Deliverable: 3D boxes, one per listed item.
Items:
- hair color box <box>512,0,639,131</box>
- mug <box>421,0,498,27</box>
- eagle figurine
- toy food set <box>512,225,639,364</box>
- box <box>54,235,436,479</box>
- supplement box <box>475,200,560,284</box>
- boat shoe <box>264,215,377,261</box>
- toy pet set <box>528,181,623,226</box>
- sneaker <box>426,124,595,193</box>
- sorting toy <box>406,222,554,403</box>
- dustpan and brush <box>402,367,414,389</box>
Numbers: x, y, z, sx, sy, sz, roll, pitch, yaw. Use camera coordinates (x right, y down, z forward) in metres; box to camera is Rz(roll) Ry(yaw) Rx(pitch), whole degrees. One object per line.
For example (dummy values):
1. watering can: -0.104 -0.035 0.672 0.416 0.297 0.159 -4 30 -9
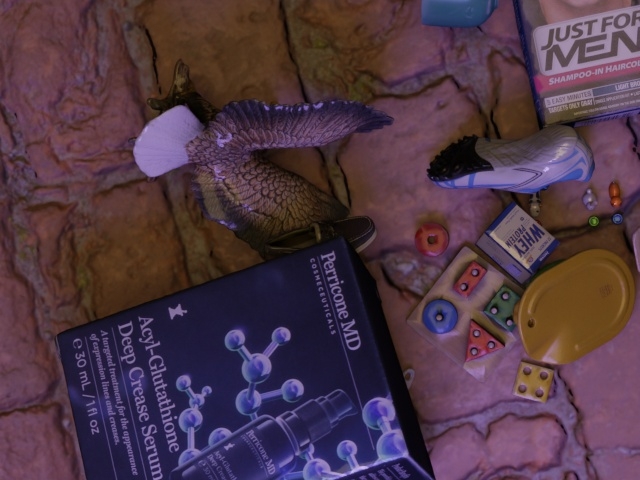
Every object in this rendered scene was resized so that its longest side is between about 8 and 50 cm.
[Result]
1. hair color box: 0.334 -0.326 1.807 0.174 0.105 0.347 -12 88 7
2. mug: 0.184 -0.351 1.805 0.097 0.129 0.157 6 131 6
3. eagle figurine: -0.080 -0.117 1.823 0.298 0.226 0.225 27 73 12
4. toy food set: 0.332 0.073 1.814 0.218 0.071 0.128 -26 106 -18
5. box: -0.093 0.215 1.770 0.396 0.212 0.293 -19 68 6
6. supplement box: 0.255 0.004 1.820 0.083 0.083 0.056 42 79 5
7. boat shoe: 0.000 0.000 1.801 0.152 0.049 0.056 -22 46 -9
8. toy pet set: 0.330 -0.072 1.826 0.122 0.065 0.114 -6 89 7
9. sneaker: 0.240 -0.092 1.798 0.237 0.086 0.085 -5 45 41
10. sorting toy: 0.210 0.104 1.851 0.274 0.046 0.132 38 95 6
11. dustpan and brush: 0.071 0.266 1.870 0.147 0.060 0.211 29 100 -5
